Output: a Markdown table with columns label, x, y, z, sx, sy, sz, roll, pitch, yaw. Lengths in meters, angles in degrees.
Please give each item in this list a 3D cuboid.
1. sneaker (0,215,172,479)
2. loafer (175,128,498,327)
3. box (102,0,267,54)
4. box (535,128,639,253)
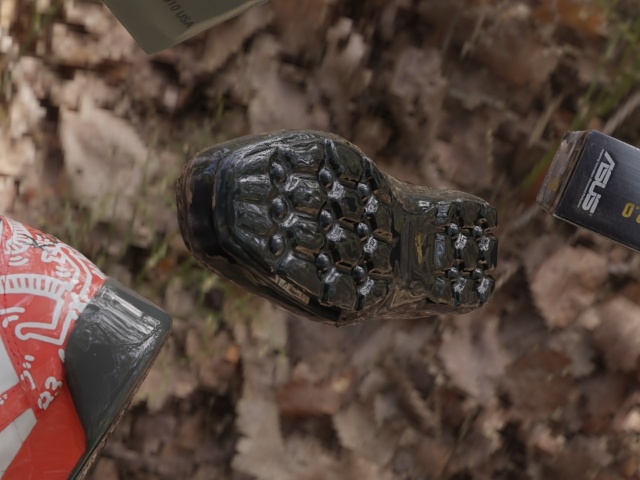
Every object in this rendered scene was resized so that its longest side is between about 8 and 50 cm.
| label | x | y | z | sx | sy | sz | roll | pitch | yaw |
| --- | --- | --- | --- | --- | --- | --- | --- | --- | --- |
| sneaker | -0.176 | 0.096 | 0.646 | 0.145 | 0.090 | 0.270 | 32 | 65 | 0 |
| loafer | 0.000 | 0.000 | 0.804 | 0.078 | 0.223 | 0.076 | -1 | 84 | 29 |
| box | -0.045 | -0.142 | 0.490 | 0.072 | 0.126 | 0.137 | -22 | 42 | 21 |
| box | 0.228 | -0.008 | 1.182 | 0.183 | 0.231 | 0.056 | 24 | 95 | 2 |
